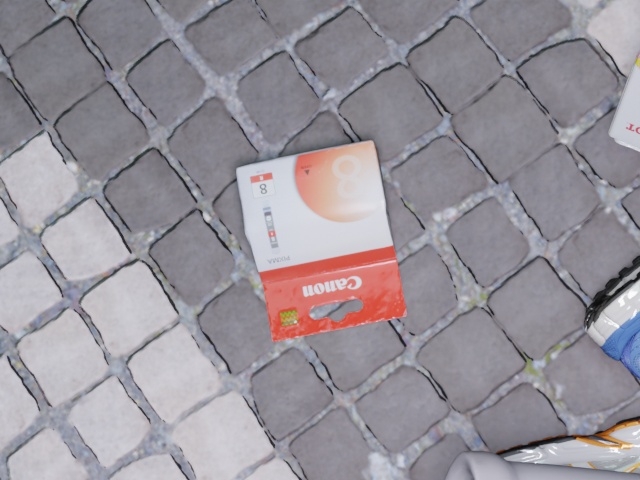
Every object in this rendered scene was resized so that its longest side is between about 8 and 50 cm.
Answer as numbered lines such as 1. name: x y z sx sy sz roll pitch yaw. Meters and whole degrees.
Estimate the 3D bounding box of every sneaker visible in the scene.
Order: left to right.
1. sneaker: 0.254 0.242 1.781 0.262 0.099 0.121 -13 85 7
2. sneaker: 0.415 0.022 1.787 0.330 0.130 0.147 -41 94 4

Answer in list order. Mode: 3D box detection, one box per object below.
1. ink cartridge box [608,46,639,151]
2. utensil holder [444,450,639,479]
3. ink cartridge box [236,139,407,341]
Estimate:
1. ink cartridge box: 0.365 -0.162 1.783 0.127 0.072 0.175 23 126 10
2. utensil holder: 0.297 0.358 1.617 0.385 0.327 0.328 5 83 -5
3. ink cartridge box: 0.000 0.000 1.871 0.145 0.045 0.179 -11 79 7
